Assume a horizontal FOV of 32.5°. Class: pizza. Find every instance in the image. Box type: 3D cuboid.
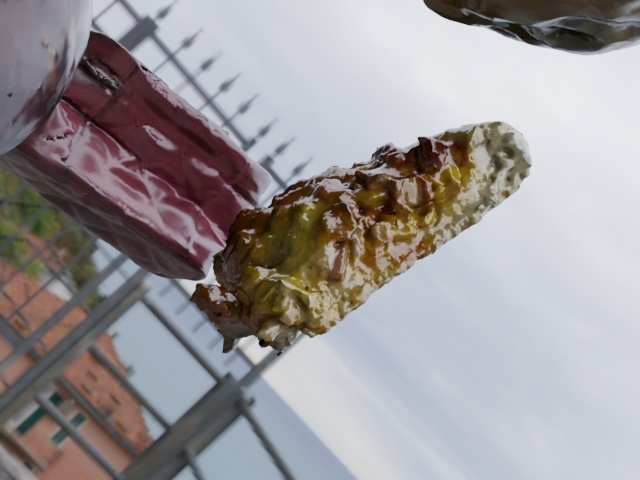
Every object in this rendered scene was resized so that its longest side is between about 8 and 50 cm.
[{"bbox_3d":[0.000,0.000,0.778,0.081,0.290,0.228,58,33,-15],"label":"pizza"}]

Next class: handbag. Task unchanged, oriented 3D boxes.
[{"bbox_3d":[-0.158,-0.071,0.917,0.225,0.135,0.146,39,-14,-27],"label":"handbag"}]

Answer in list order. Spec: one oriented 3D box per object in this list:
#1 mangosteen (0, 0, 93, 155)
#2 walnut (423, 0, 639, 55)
[{"bbox_3d":[-0.214,-0.147,0.492,0.215,0.215,0.257,-144,-136,-59],"label":"mangosteen"},{"bbox_3d":[0.119,-0.178,0.470,0.198,0.198,0.245,49,-23,-16],"label":"walnut"}]
